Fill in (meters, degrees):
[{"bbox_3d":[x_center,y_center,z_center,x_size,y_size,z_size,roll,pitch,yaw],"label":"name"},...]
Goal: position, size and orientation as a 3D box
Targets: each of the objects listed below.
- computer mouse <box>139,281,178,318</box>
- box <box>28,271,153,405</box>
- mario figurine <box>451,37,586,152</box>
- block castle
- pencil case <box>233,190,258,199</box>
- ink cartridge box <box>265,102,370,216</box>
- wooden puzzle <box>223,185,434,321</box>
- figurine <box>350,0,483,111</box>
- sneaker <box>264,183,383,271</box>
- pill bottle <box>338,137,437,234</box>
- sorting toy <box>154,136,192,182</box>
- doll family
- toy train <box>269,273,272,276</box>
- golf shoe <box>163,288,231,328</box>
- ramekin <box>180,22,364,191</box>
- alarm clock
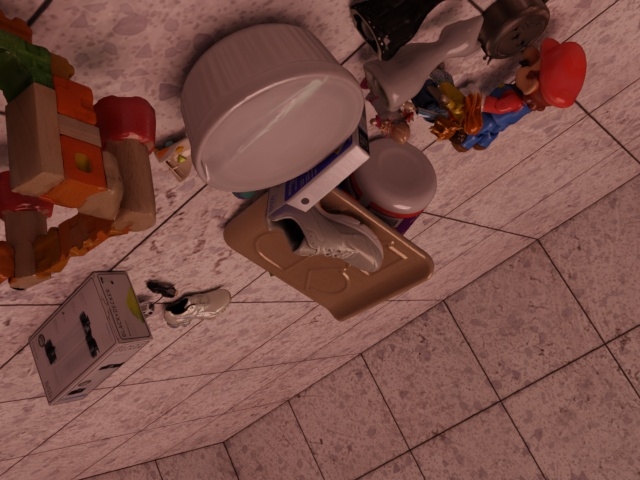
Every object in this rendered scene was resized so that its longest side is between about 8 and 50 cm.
[{"bbox_3d":[-0.424,0.159,1.643,0.193,0.042,0.106,-38,162,13],"label":"computer mouse"},{"bbox_3d":[-0.492,0.210,1.494,0.290,0.169,0.087,-41,156,30],"label":"box"},{"bbox_3d":[0.401,-0.317,1.464,0.320,0.170,0.198,-34,-162,46],"label":"mario figurine"},{"bbox_3d":[-0.424,-0.109,0.764,0.303,0.212,0.453,-25,157,29],"label":"block castle"},{"bbox_3d":[-0.161,-0.121,1.256,0.070,0.064,0.152,7,170,19],"label":"pencil case"},{"bbox_3d":[-0.006,-0.144,1.231,0.208,0.206,0.045,-36,119,24],"label":"ink cartridge box"},{"bbox_3d":[0.015,0.006,1.470,0.348,0.080,0.322,38,137,-20],"label":"wooden puzzle"},{"bbox_3d":[0.170,-0.329,1.113,0.209,0.092,0.215,-31,151,-4],"label":"figurine"},{"bbox_3d":[0.000,0.000,1.313,0.262,0.121,0.099,34,139,-16],"label":"sneaker"},{"bbox_3d":[0.113,-0.068,1.558,0.182,0.181,0.323,-16,157,-28],"label":"pill bottle"},{"bbox_3d":[-0.226,-0.145,1.155,0.075,0.045,0.083,-35,159,-1],"label":"sorting toy"},{"bbox_3d":[0.205,-0.245,1.267,0.263,0.163,0.118,-8,152,-42],"label":"doll family"},{"bbox_3d":[-0.099,0.080,1.887,0.083,0.017,0.024,-15,166,-30],"label":"toy train"},{"bbox_3d":[-0.307,0.162,1.762,0.176,0.069,0.086,-24,154,-13],"label":"golf shoe"},{"bbox_3d":[-0.081,-0.199,1.042,0.273,0.127,0.273,-24,159,-10],"label":"ramekin"},{"bbox_3d":[0.360,-0.394,1.257,0.192,0.064,0.129,-39,157,21],"label":"alarm clock"}]
